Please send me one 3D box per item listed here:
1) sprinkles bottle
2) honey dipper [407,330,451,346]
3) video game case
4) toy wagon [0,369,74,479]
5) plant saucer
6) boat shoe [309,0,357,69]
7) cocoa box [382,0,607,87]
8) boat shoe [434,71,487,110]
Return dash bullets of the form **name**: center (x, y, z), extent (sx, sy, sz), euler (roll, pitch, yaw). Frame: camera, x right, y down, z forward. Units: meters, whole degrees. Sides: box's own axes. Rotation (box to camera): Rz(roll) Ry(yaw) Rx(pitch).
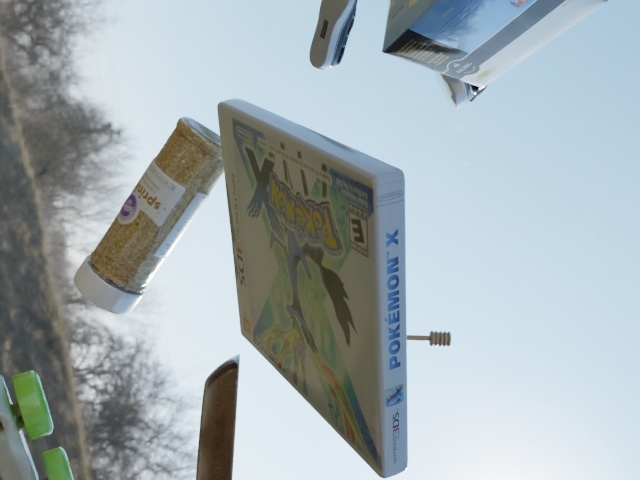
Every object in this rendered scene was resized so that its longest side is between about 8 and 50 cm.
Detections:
- **sprinkles bottle**: center (-0.290, -0.041, 1.406), extent (0.355, 0.121, 0.121), euler (-54, -144, 10)
- **honey dipper**: center (0.165, 0.183, 1.512), extent (0.030, 0.160, 0.031), euler (-177, -90, -85)
- **video game case**: center (-0.017, 0.031, 0.821), extent (0.329, 0.036, 0.300), euler (33, -48, 54)
- **toy wagon**: center (-0.347, 0.177, 0.631), extent (0.068, 0.267, 0.345), euler (55, -27, 40)
- **plant saucer**: center (-0.141, 0.310, 1.095), extent (0.310, 0.050, 0.311), euler (-177, -90, -84)
- **boat shoe**: center (0.024, -0.296, 1.074), extent (0.049, 0.040, 0.142), euler (46, -50, 31)
- **cocoa box**: center (0.284, -0.452, 1.356), extent (0.347, 0.227, 0.232), euler (150, -49, -64)
- **boat shoe**: center (0.298, -0.343, 1.669), extent (0.306, 0.104, 0.113), euler (-52, 118, -77)
